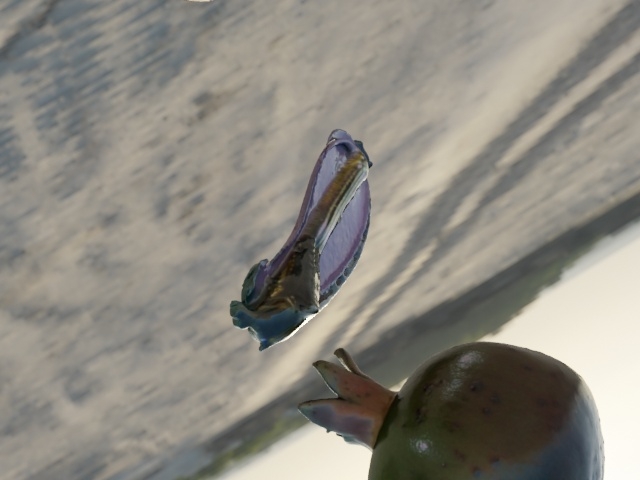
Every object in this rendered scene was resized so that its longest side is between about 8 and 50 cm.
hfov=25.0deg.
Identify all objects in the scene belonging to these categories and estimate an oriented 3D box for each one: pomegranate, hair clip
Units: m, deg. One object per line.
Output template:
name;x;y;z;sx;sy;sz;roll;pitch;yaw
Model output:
pomegranate;0.143;0.246;1.555;0.323;0.290;0.291;-2;179;11
hair clip;0.001;0.002;1.596;0.095;0.110;0.358;-52;-173;35
